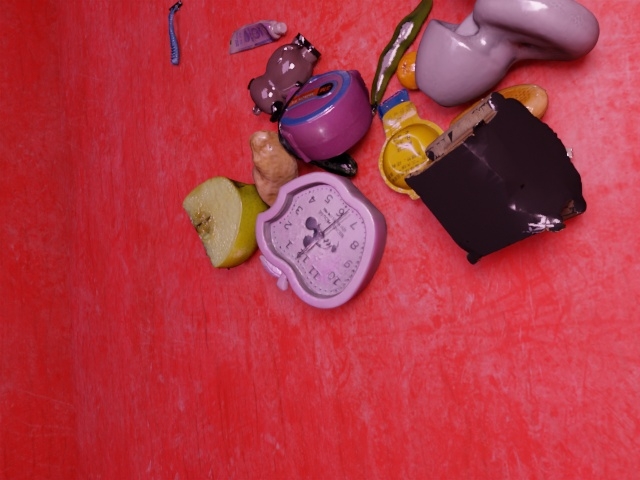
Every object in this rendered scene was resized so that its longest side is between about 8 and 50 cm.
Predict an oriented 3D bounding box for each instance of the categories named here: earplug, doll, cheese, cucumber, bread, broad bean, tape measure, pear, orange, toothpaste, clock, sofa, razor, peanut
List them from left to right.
[{"bbox_3d":[-0.585,-0.824,1.608,0.082,0.042,0.253,-5,86,37],"label":"razor"},{"bbox_3d":[-0.267,-0.081,1.256,0.292,0.159,0.292,0,91,36],"label":"pear"},{"bbox_3d":[-0.212,-0.659,1.300,0.301,0.048,0.075,16,126,45],"label":"toothpaste"},{"bbox_3d":[-0.128,-0.194,1.108,0.137,0.253,0.122,16,57,9],"label":"peanut"},{"bbox_3d":[-0.112,-0.465,1.167,0.257,0.117,0.182,-50,57,25],"label":"doll"},{"bbox_3d":[-0.012,-0.240,1.107,0.303,0.072,0.081,26,60,33],"label":"cucumber"},{"bbox_3d":[0.000,0.000,1.029,0.338,0.102,0.338,2,95,26],"label":"clock"},{"bbox_3d":[0.015,-0.315,1.006,0.231,0.149,0.245,-6,51,32],"label":"tape measure"},{"bbox_3d":[0.178,-0.452,0.981,0.060,0.043,0.297,35,111,18],"label":"broad bean"},{"bbox_3d":[0.202,-0.226,0.938,0.177,0.069,0.270,-27,69,34],"label":"cheese"},{"bbox_3d":[0.217,-0.392,0.931,0.083,0.070,0.083,0,89,43],"label":"orange"},{"bbox_3d":[0.321,-0.111,0.749,0.258,0.182,0.200,50,143,0],"label":"sofa"},{"bbox_3d":[0.328,-0.361,0.757,0.325,0.214,0.175,1,89,47],"label":"earplug"},{"bbox_3d":[0.353,-0.241,0.805,0.189,0.077,0.114,-20,55,36],"label":"bread"}]

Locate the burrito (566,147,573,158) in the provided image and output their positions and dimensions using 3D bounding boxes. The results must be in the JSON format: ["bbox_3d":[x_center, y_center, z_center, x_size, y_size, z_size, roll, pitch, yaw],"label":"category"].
[{"bbox_3d":[0.400,-0.146,0.794,0.171,0.042,0.051,-3,97,40],"label":"burrito"}]
